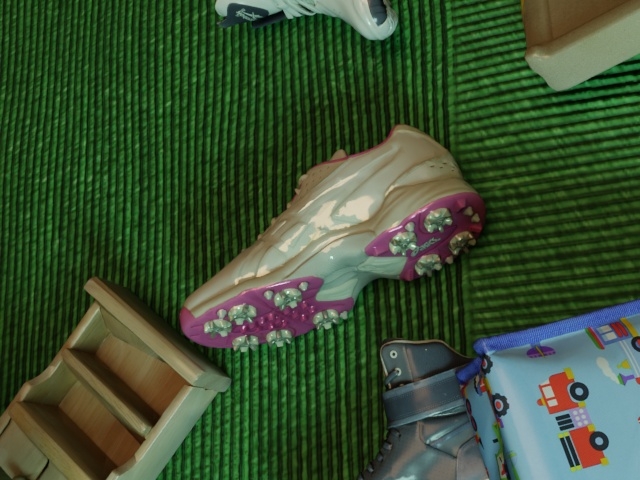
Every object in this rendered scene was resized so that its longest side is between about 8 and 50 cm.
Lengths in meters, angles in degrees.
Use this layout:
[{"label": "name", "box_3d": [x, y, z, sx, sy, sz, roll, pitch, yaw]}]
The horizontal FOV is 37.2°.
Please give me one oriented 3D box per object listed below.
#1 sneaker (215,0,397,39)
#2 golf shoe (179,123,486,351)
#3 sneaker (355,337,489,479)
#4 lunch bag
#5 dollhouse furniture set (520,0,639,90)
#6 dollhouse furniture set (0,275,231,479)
[{"label": "sneaker", "box_3d": [-0.032, -0.251, 0.985, 0.153, 0.094, 0.235, -40, 64, 10]}, {"label": "golf shoe", "box_3d": [0.000, 0.000, 0.905, 0.306, 0.115, 0.140, -26, 56, 8]}, {"label": "sneaker", "box_3d": [0.054, 0.177, 0.826, 0.226, 0.086, 0.163, -24, 77, 7]}, {"label": "lunch bag", "box_3d": [0.278, 0.151, 0.703, 0.293, 0.138, 0.221, -15, 73, -4]}, {"label": "dollhouse furniture set", "box_3d": [0.335, -0.239, 0.839, 0.301, 0.151, 0.197, -25, 45, 34]}, {"label": "dollhouse furniture set", "box_3d": [-0.293, 0.152, 0.818, 0.362, 0.394, 0.256, 35, 91, 27]}]
